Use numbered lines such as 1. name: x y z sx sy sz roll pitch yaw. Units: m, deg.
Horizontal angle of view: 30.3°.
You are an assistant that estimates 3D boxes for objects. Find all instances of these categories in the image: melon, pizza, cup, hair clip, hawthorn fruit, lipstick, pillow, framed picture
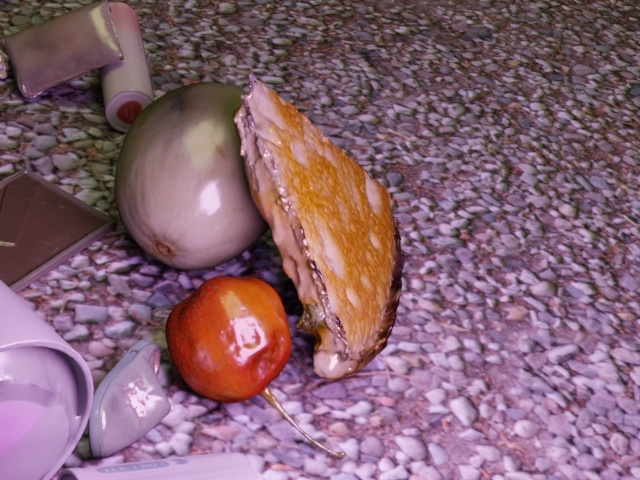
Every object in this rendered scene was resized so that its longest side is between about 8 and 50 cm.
1. melon: -0.170 -0.098 1.730 0.271 0.272 0.308 3 40 -15
2. pizza: 0.017 0.025 1.633 0.435 0.080 0.392 35 38 -49
3. cup: -0.449 0.127 1.326 0.253 0.253 0.371 -21 46 -39
4. cup: -0.177 0.294 1.267 0.202 0.167 0.221 -4 41 -28
5. hair clip: -0.521 -0.312 2.080 0.172 0.049 0.049 -12 43 -30
6. hawthorn fruit: -0.082 0.179 1.516 0.165 0.165 0.285 -21 72 -39
7. lipstick: -0.352 -0.314 2.103 0.087 0.087 0.327 2 37 -17
8. pillow: -0.444 -0.328 2.024 0.208 0.053 0.119 -21 84 4
9. framed picture: -0.447 -0.013 1.714 0.189 0.023 0.260 27 37 18

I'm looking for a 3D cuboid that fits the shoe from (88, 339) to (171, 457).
1. shoe: -0.223 0.193 1.458 0.078 0.079 0.195 4 29 10
